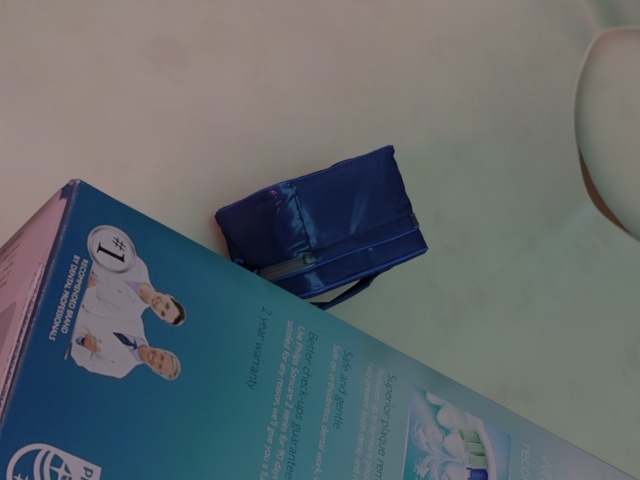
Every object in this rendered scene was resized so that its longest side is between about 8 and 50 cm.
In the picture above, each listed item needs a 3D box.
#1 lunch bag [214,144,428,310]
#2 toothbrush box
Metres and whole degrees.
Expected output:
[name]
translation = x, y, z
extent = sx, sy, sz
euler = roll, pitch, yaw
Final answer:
[lunch bag]
translation = 0.000, 0.000, 0.676
extent = 0.098, 0.067, 0.065
euler = -22, 91, -33
[toothbrush box]
translation = -0.030, 0.134, 0.526
extent = 0.295, 0.216, 0.126
euler = 29, 49, -25
